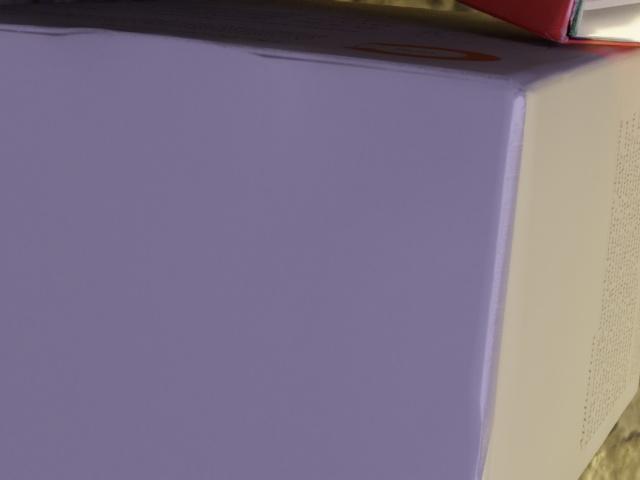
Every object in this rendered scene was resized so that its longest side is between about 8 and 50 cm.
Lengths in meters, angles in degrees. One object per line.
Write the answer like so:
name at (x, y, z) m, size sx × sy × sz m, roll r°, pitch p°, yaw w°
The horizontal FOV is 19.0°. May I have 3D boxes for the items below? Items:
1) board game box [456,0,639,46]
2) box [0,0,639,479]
board game box at (0.208, -0.191, 0.726) m, size 0.317 × 0.064 × 0.242 m, roll -1°, pitch 110°, yaw -39°
box at (0.000, 0.000, 0.718) m, size 0.345 × 0.215 × 0.168 m, roll -23°, pitch 119°, yaw -71°
